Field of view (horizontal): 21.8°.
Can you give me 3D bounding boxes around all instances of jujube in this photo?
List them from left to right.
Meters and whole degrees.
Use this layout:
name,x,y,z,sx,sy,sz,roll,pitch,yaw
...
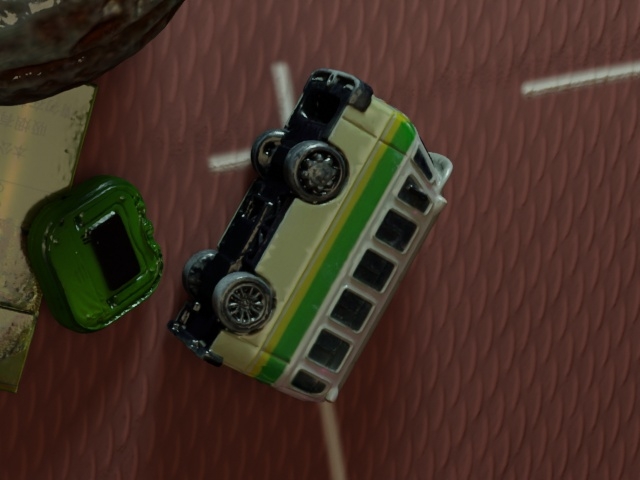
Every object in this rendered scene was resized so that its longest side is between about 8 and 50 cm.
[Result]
name,x,y,z,sx,sy,sz,roll,pitch,yaw
jujube,-0.240,-0.260,1.486,0.308,0.215,0.246,-27,65,-15

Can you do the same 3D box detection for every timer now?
name,x,y,z,sx,sy,sz,roll,pitch,yaw
timer,-0.214,0.014,1.599,0.128,0.047,0.140,-35,124,-31

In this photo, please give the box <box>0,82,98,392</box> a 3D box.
name,x,y,z,sx,sy,sz,roll,pitch,yaw
box,-0.334,-0.022,1.586,0.173,0.043,0.311,15,94,-19

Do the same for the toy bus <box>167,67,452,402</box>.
name,x,y,z,sx,sy,sz,roll,pitch,yaw
toy bus,0.000,0.000,1.637,0.179,0.143,0.305,29,89,-21
